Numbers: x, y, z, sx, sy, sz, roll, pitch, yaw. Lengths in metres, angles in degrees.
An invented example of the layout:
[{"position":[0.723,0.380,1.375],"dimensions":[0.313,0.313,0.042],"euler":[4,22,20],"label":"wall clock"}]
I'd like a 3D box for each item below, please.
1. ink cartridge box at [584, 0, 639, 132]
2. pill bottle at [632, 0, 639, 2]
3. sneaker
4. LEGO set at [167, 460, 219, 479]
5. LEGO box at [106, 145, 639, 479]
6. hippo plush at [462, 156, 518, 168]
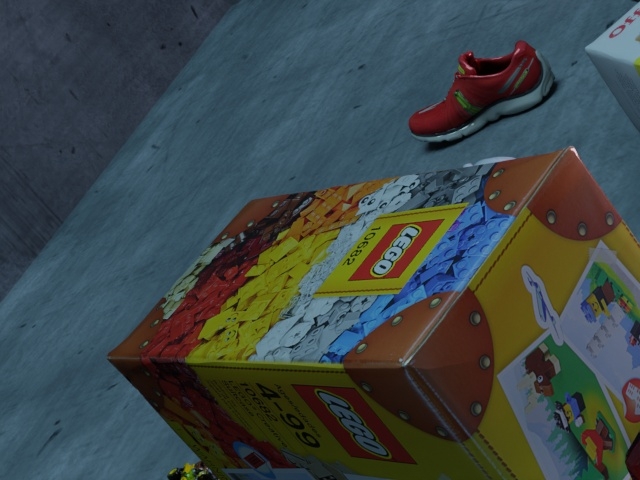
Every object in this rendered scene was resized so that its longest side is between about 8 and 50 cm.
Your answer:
[{"position":[0.536,-0.234,1.551],"dimensions":[0.279,0.160,0.385],"euler":[-40,21,-2],"label":"ink cartridge box"},{"position":[0.578,-0.449,1.916],"dimensions":[0.188,0.188,0.334],"euler":[-44,22,-11],"label":"pill bottle"},{"position":[0.254,-0.256,2.152],"dimensions":[0.279,0.118,0.107],"euler":[-23,26,35],"label":"sneaker"},{"position":[0.024,0.306,1.218],"dimensions":[0.192,0.331,0.255],"euler":[-35,2,6],"label":"LEGO set"},{"position":[0.138,0.194,0.956],"dimensions":[0.193,0.500,0.372],"euler":[-50,23,-27],"label":"LEGO box"},{"position":[0.249,0.020,1.464],"dimensions":[0.294,0.236,0.234],"euler":[-44,22,-11],"label":"hippo plush"}]
